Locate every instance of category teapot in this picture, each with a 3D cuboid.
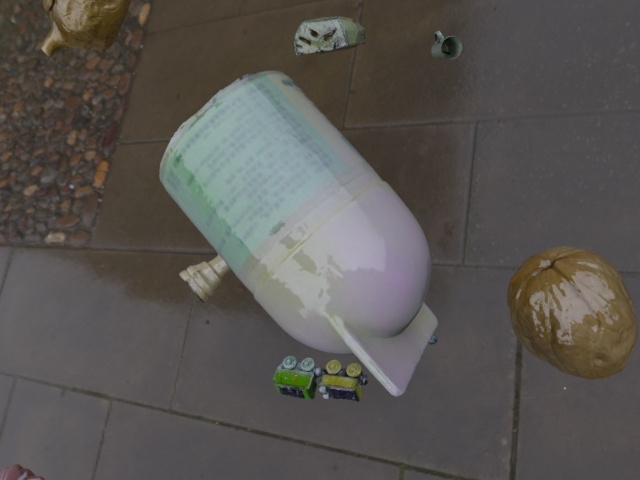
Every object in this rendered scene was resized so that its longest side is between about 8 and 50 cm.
[{"bbox_3d":[-0.484,-0.513,1.011,0.203,0.167,0.311,44,112,49],"label":"teapot"}]

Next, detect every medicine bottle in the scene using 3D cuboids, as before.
[{"bbox_3d":[0.000,0.000,0.677,0.235,0.235,0.406,-42,84,9],"label":"medicine bottle"}]

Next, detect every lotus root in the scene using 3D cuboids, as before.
[{"bbox_3d":[0.030,-0.437,1.058,0.143,0.144,0.070,3,112,31],"label":"lotus root"}]

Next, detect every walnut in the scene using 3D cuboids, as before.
[{"bbox_3d":[0.590,0.172,1.182,0.252,0.313,0.277,-41,26,-23],"label":"walnut"}]

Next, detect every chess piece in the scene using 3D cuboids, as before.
[{"bbox_3d":[-0.294,0.058,1.615,0.307,0.139,0.124,-39,93,-13],"label":"chess piece"}]

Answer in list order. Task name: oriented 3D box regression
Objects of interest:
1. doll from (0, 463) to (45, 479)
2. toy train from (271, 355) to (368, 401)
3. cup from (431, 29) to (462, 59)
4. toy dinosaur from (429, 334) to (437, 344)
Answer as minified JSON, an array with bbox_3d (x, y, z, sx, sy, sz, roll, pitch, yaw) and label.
[{"bbox_3d":[-0.374,0.353,0.508,0.211,0.093,0.262,-1,34,12],"label":"doll"},{"bbox_3d":[-0.002,0.289,1.034,0.202,0.060,0.081,1,43,23],"label":"toy train"},{"bbox_3d":[0.306,-0.485,1.258,0.074,0.083,0.055,21,103,-14],"label":"cup"},{"bbox_3d":[0.167,0.147,0.961,0.154,0.055,0.049,41,98,-10],"label":"toy dinosaur"}]
